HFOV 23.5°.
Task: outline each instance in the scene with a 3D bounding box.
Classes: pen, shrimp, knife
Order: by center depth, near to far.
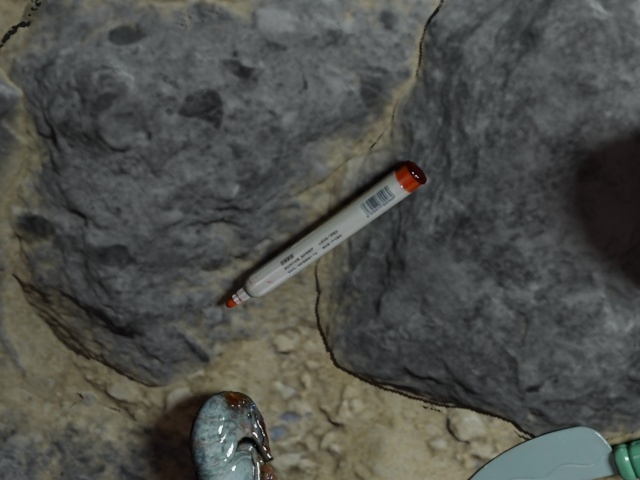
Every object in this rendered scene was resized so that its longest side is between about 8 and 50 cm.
[{"bbox_3d":[0.000,0.000,1.316,0.218,0.026,0.026,-36,105,23],"label":"pen"},{"bbox_3d":[0.242,0.194,1.365,0.260,0.034,0.063,-11,109,18],"label":"knife"},{"bbox_3d":[-0.068,0.241,1.418,0.090,0.079,0.232,11,126,45],"label":"shrimp"}]
